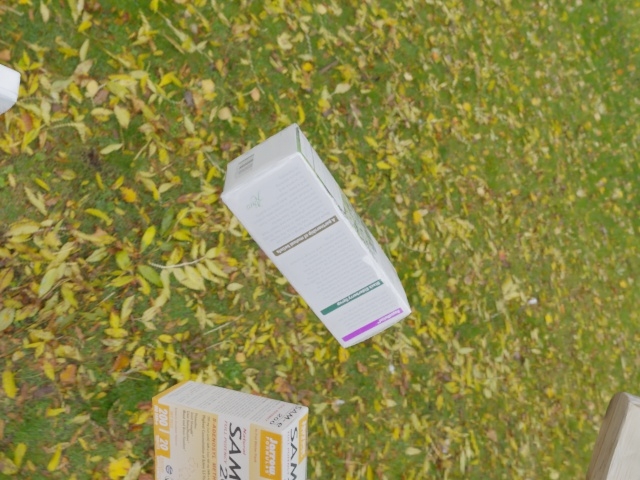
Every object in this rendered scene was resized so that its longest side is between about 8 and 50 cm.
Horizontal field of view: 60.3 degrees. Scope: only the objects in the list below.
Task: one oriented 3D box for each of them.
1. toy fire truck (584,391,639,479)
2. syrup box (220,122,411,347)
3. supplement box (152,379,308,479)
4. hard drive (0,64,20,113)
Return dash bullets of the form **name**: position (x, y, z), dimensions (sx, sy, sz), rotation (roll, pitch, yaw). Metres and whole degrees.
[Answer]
- **toy fire truck**: position (0.079, 0.176, 0.207), dimensions (0.217, 0.158, 0.246), rotation (36, 36, -18)
- **syrup box**: position (0.000, 0.000, 0.613), dimensions (0.237, 0.096, 0.093), rotation (54, 14, -27)
- **supplement box**: position (-0.059, 0.133, 0.355), dimensions (0.036, 0.099, 0.062), rotation (-17, 109, -64)
- **hard drive**: position (-0.487, -0.163, 0.456), dimensions (0.353, 0.233, 0.047), rotation (19, 66, -54)
